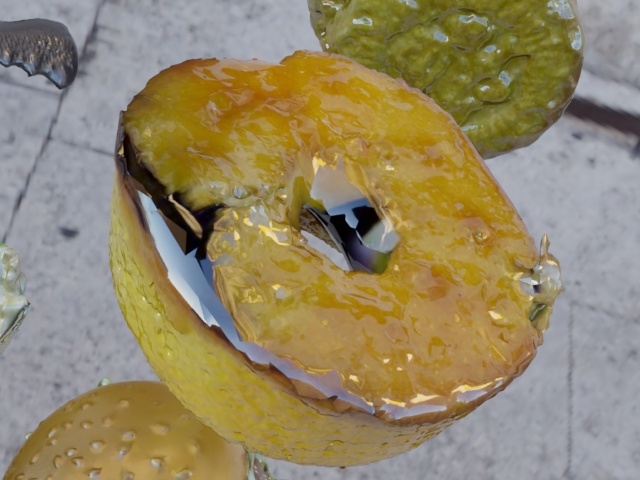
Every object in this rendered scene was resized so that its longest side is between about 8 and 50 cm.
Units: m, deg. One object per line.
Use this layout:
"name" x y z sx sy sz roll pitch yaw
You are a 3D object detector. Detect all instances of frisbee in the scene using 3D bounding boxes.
"frisbee" -0.258 -0.135 1.027 0.211 0.012 0.187 41 50 -44

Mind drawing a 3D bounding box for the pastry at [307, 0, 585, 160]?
"pastry" 0.107 -0.173 1.228 0.235 0.240 0.132 -4 36 -3

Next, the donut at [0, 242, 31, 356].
"donut" -0.419 0.146 1.240 0.150 0.307 0.371 38 28 0

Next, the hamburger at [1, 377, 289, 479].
"hamburger" -0.161 0.249 1.235 0.274 0.212 0.274 -9 54 13

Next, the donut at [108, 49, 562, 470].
"donut" 0.002 0.002 0.759 0.253 0.118 0.253 15 49 -19
